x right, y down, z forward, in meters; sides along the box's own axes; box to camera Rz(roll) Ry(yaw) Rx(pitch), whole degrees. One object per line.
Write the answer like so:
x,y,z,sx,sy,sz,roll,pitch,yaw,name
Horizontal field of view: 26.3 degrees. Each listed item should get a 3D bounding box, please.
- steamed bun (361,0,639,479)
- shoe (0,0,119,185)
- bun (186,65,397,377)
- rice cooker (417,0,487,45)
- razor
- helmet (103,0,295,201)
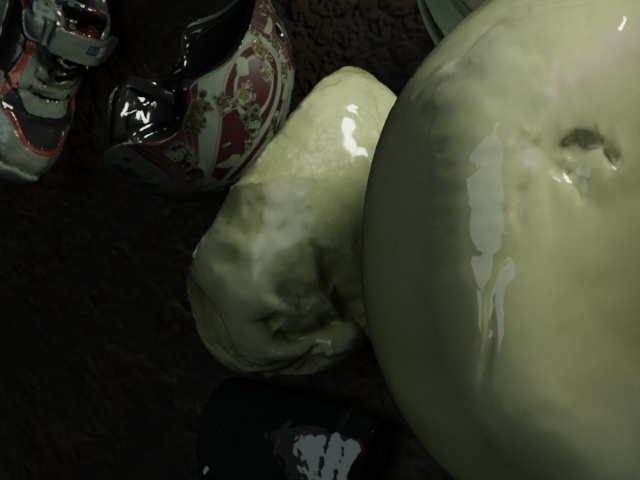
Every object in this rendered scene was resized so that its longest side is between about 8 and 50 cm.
0.184,-0.005,0.785,0.233,0.333,0.312,178,94,-75,steamed bun
-0.215,-0.159,1.136,0.125,0.099,0.228,-5,77,33,shoe
0.000,0.000,0.929,0.145,0.229,0.229,40,106,1,bun
0.165,-0.186,0.898,0.206,0.127,0.145,-37,66,26,rice cooker
-0.024,0.154,1.009,0.148,0.054,0.090,15,88,31,razor
-0.079,-0.096,1.035,0.177,0.107,0.153,-39,21,12,helmet
